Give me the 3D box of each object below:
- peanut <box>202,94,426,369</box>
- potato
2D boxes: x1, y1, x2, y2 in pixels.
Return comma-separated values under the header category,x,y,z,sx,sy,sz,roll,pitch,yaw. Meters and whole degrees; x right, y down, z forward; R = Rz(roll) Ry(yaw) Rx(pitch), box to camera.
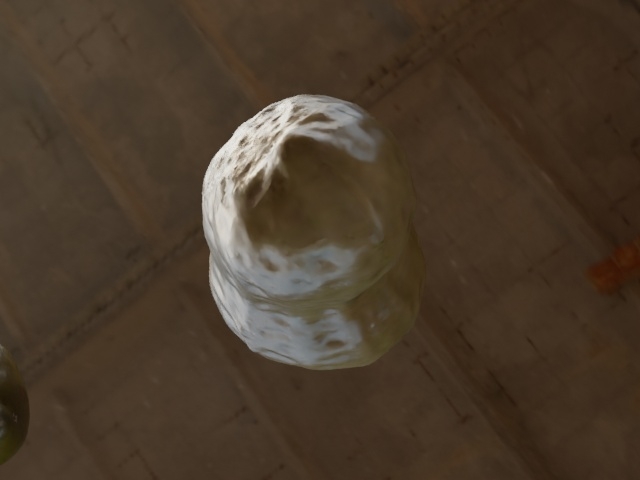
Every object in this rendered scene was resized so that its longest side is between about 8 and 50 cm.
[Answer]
category,x,y,z,sx,sy,sz,roll,pitch,yaw
peanut,0.000,0.000,0.631,0.110,0.236,0.120,-10,-102,-7
potato,-0.400,0.179,1.426,0.200,0.155,0.137,35,-65,55
